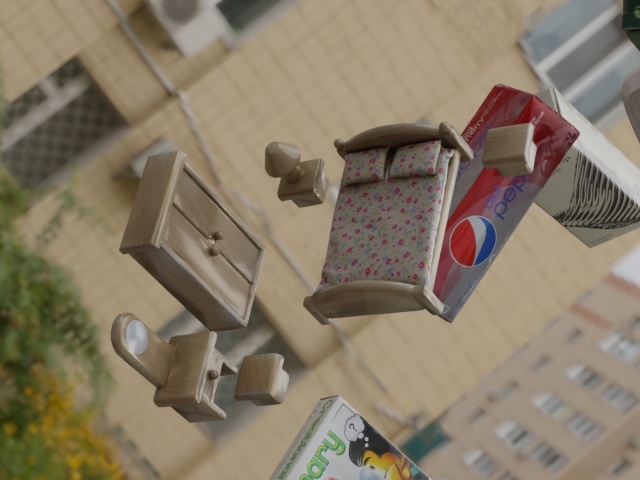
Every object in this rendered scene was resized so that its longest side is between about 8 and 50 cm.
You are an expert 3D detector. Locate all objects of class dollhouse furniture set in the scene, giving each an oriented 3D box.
[{"bbox_3d":[0.000,0.000,1.488,0.355,0.303,0.174,-8,-37,31],"label":"dollhouse furniture set"}]

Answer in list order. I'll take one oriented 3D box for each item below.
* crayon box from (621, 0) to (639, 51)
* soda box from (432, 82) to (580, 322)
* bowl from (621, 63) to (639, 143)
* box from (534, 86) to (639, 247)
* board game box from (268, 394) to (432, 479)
[{"bbox_3d":[0.424,-0.282,1.742,0.083,0.203,0.323,-2,-13,26],"label":"crayon box"},{"bbox_3d":[0.173,-0.045,1.742,0.083,0.263,0.092,34,0,-27],"label":"soda box"},{"bbox_3d":[0.338,-0.112,1.378,0.142,0.053,0.142,-27,-97,42],"label":"bowl"},{"bbox_3d":[0.344,-0.095,2.110,0.275,0.113,0.094,31,41,-46],"label":"box"},{"bbox_3d":[0.003,0.358,1.793,0.193,0.305,0.053,43,-31,-16],"label":"board game box"}]
